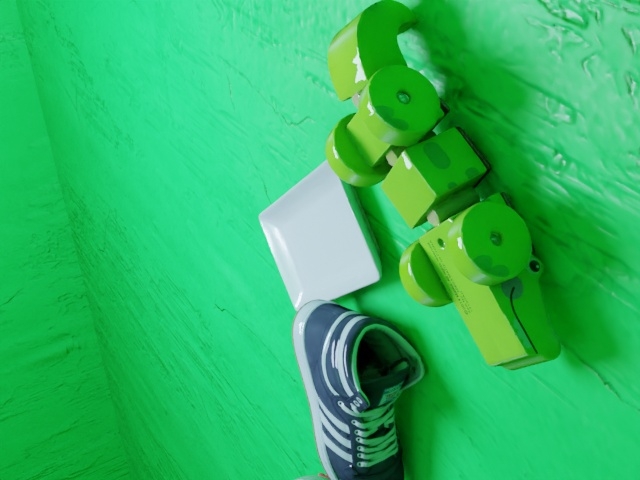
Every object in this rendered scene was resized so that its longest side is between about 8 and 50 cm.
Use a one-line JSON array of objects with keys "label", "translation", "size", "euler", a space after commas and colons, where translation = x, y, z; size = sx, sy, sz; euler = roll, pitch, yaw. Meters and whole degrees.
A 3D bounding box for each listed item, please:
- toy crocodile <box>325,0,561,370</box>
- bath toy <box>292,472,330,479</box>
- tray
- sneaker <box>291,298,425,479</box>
[{"label": "toy crocodile", "translation": [0.102, -0.046, 0.733], "size": [0.340, 0.105, 0.115], "euler": [60, 154, 10]}, {"label": "bath toy", "translation": [0.007, 0.507, 1.323], "size": [0.151, 0.129, 0.348], "euler": [-7, 110, 20]}, {"label": "tray", "translation": [0.000, 0.000, 1.045], "size": [0.145, 0.030, 0.270], "euler": [67, 155, 3]}, {"label": "sneaker", "translation": [0.062, 0.207, 0.998], "size": [0.153, 0.099, 0.282], "euler": [1, 112, 59]}]
